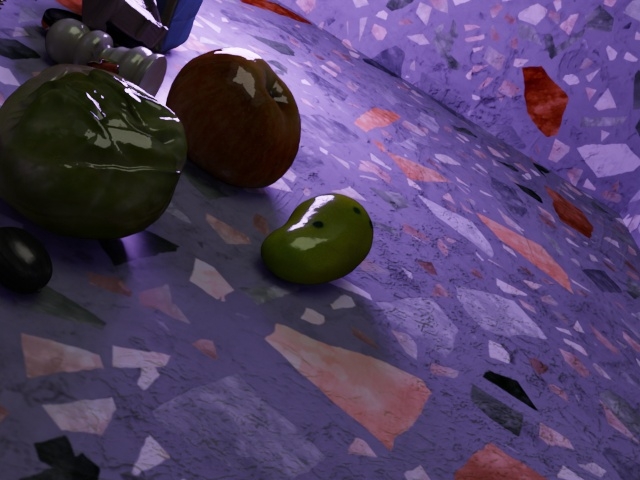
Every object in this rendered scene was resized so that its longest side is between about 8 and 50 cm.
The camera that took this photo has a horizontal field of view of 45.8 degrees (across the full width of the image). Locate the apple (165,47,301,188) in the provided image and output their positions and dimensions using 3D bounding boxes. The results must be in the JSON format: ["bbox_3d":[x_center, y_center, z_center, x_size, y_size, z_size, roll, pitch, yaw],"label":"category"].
[{"bbox_3d":[-0.176,-0.271,1.635,0.309,0.250,0.277,27,25,-20],"label":"apple"}]

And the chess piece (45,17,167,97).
[{"bbox_3d":[-0.480,-0.395,1.649,0.251,0.144,0.144,28,25,1],"label":"chess piece"}]

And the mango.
[{"bbox_3d":[0.000,0.000,1.491,0.175,0.143,0.293,39,35,16],"label":"mango"}]

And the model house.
[{"bbox_3d":[-0.452,-0.536,1.782,0.188,0.122,0.229,22,31,-35],"label":"model house"}]

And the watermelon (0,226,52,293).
[{"bbox_3d":[-0.410,0.027,1.025,0.110,0.078,0.078,40,26,13],"label":"watermelon"}]

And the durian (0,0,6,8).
[{"bbox_3d":[-0.733,-0.518,1.452,0.258,0.258,0.292,49,18,30],"label":"durian"}]

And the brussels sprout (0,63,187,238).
[{"bbox_3d":[-0.357,-0.137,1.194,0.328,0.247,0.328,29,27,-17],"label":"brussels sprout"}]

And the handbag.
[{"bbox_3d":[-0.459,-0.641,2.004,0.241,0.222,0.263,27,27,-2],"label":"handbag"}]

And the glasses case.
[{"bbox_3d":[-0.527,-0.474,1.800,0.266,0.067,0.103,22,29,-24],"label":"glasses case"}]

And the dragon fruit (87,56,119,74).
[{"bbox_3d":[-0.458,-0.300,1.532,0.174,0.139,0.142,5,-17,7],"label":"dragon fruit"}]
